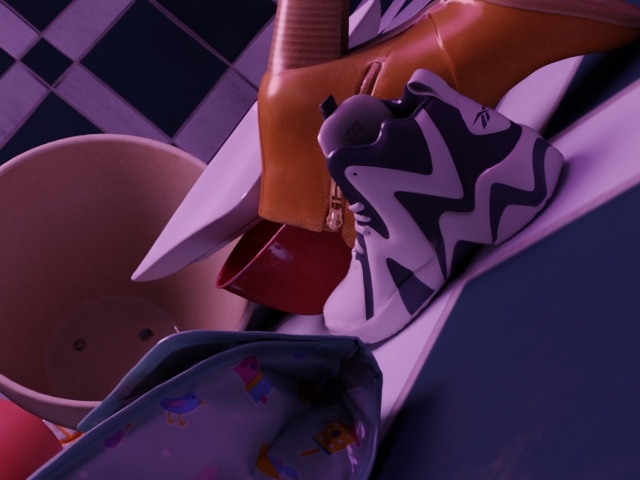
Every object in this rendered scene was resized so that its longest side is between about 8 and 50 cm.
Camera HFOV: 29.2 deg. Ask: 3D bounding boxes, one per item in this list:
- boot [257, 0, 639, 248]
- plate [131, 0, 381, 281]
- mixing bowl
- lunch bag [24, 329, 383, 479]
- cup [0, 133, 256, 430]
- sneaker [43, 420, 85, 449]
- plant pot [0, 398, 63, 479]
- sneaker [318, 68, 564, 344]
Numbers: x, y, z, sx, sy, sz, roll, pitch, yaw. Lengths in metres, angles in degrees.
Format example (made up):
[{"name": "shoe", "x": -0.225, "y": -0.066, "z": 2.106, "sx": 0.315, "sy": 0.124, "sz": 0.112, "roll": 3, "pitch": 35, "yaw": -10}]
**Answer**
[{"name": "boot", "x": 0.096, "y": -0.091, "z": 0.945, "sx": 0.104, "sy": 0.295, "sz": 0.211, "roll": -48, "pitch": -39, "yaw": -70}, {"name": "plate", "x": -0.055, "y": -0.086, "z": 1.209, "sx": 0.277, "sy": 0.045, "sz": 0.278, "roll": -32, "pitch": 23, "yaw": 56}, {"name": "mixing bowl", "x": 0.000, "y": 0.000, "z": 1.102, "sx": 0.181, "sy": 0.098, "sz": 0.181, "roll": -49, "pitch": 9, "yaw": 11}, {"name": "lunch bag", "x": -0.095, "y": 0.166, "z": 0.769, "sx": 0.262, "sy": 0.160, "sz": 0.223, "roll": -40, "pitch": -3, "yaw": -37}, {"name": "cup", "x": -0.233, "y": 0.083, "z": 1.363, "sx": 0.331, "sy": 0.331, "sz": 0.237, "roll": -56, "pitch": -14, "yaw": -30}, {"name": "sneaker", "x": -0.335, "y": 0.254, "z": 1.736, "sx": 0.083, "sy": 0.084, "sz": 0.215, "roll": -45, "pitch": 2, "yaw": 44}, {"name": "plant pot", "x": -0.441, "y": 0.324, "z": 1.475, "sx": 0.275, "sy": 0.275, "sz": 0.243, "roll": -47, "pitch": 2, "yaw": 22}, {"name": "sneaker", "x": 0.041, "y": -0.031, "z": 0.876, "sx": 0.235, "sy": 0.153, "sz": 0.094, "roll": -41, "pitch": 13, "yaw": 45}]
